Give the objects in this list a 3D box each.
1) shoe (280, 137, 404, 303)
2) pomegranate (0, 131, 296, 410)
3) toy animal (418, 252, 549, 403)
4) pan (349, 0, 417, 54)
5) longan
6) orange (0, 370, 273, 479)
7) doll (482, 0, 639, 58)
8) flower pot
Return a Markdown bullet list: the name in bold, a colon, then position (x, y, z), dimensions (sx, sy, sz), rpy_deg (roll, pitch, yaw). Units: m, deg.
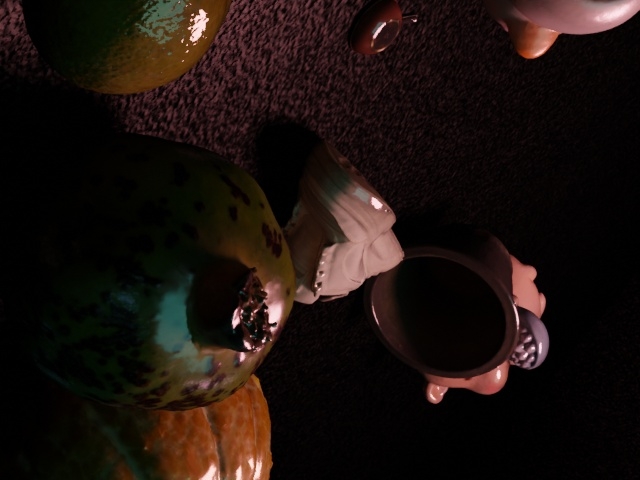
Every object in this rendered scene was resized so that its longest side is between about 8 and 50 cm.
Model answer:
- **shoe**: position (0.000, 0.000, 1.465), dimensions (0.159, 0.124, 0.316), rpy_deg (-40, 159, -1)
- **pomegranate**: position (-0.135, 0.034, 1.071), dimensions (0.254, 0.270, 0.254), rpy_deg (-19, 117, -43)
- **toy animal**: position (0.255, 0.125, 2.087), dimensions (0.221, 0.229, 0.210), rpy_deg (-83, 160, -52)
- **pan**: position (0.076, -0.226, 1.340), dimensions (0.115, 0.023, 0.068), rpy_deg (-21, 145, -49)
- **longan**: position (-0.146, -0.178, 0.868), dimensions (0.145, 0.176, 0.155), rpy_deg (-111, -148, -67)
- **orange**: position (-0.199, 0.240, 1.315), dimensions (0.329, 0.249, 0.329), rpy_deg (-42, 161, -18)
- **doll**: position (0.256, -0.317, 1.346), dimensions (0.221, 0.221, 0.251), rpy_deg (2, 100, -63)
- **flower pot**: position (0.197, 0.068, 1.863), dimensions (0.148, 0.235, 0.235), rpy_deg (-54, 170, -48)
